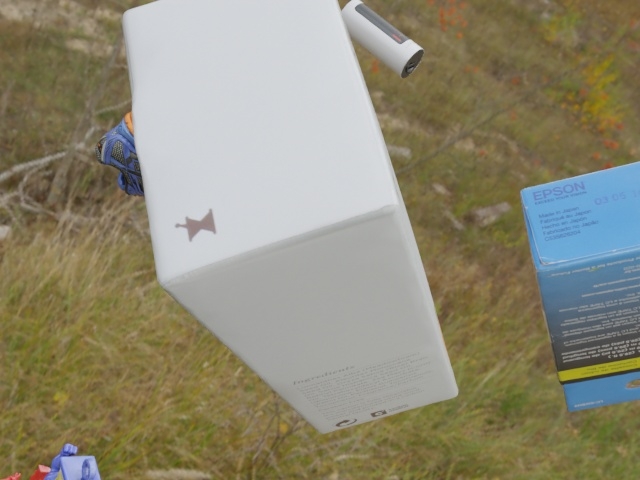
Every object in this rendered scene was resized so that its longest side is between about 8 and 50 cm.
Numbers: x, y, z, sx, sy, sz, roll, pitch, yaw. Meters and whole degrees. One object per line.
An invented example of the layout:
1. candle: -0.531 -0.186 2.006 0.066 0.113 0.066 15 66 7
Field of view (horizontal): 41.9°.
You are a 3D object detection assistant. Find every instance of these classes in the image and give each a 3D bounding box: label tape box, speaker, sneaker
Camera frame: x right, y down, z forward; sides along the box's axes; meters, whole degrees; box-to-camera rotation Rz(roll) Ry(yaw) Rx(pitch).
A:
1. label tape box: 0.361 0.053 0.910 0.334 0.240 0.106 61 20 -51
2. speaker: 0.091 -0.305 1.267 0.136 0.055 0.055 42 32 16
3. sneaker: -0.228 -0.089 1.129 0.221 0.087 0.083 60 7 -52

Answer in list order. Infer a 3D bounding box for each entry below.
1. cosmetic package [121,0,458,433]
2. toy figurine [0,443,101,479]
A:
1. cosmetic package: 0.000 0.000 0.744 0.453 0.161 0.230 60 14 -62
2. toy figurine: -0.442 0.465 1.400 0.191 0.217 0.362 20 23 -38
